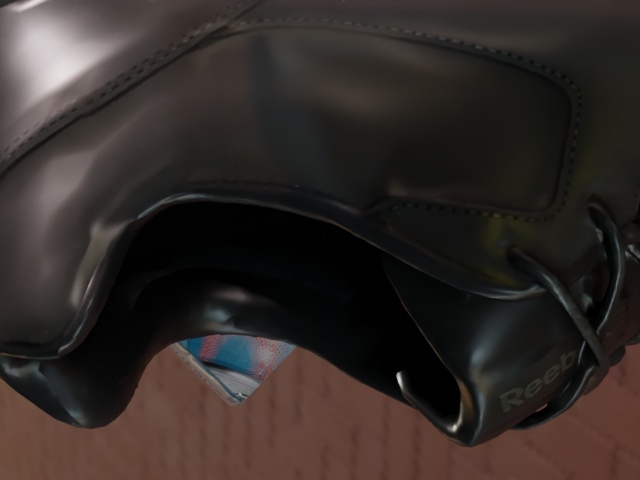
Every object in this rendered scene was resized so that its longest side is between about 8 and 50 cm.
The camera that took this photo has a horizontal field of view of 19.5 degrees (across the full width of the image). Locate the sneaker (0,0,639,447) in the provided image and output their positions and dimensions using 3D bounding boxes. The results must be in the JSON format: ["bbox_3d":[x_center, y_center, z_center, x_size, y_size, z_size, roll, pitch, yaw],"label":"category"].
[{"bbox_3d":[0.058,-0.023,0.386,0.109,0.286,0.130,79,-179,-54],"label":"sneaker"}]

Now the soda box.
[{"bbox_3d":[0.000,0.000,0.945,0.058,0.183,0.063,44,170,0],"label":"soda box"}]
